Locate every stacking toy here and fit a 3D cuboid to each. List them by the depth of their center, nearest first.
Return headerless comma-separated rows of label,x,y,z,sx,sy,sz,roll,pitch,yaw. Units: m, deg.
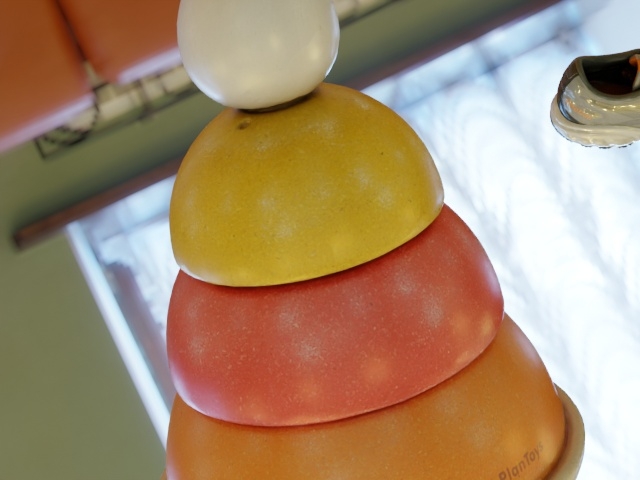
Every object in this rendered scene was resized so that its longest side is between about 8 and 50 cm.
stacking toy,0.000,0.000,1.232,0.351,0.479,0.350,-10,-159,4

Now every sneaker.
sneaker,0.392,-0.162,1.772,0.272,0.100,0.108,-3,147,0
